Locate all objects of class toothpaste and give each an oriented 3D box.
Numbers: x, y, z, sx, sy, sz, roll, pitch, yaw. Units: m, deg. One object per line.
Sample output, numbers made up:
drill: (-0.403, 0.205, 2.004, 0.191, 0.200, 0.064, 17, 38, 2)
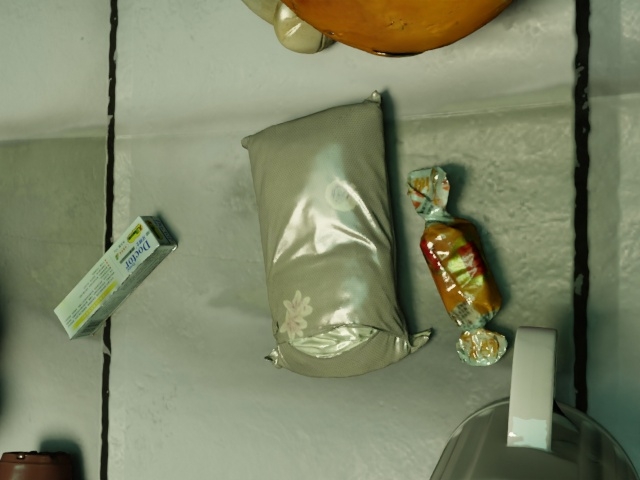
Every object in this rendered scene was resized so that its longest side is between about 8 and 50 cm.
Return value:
toothpaste: (-0.228, 0.044, 0.706, 0.164, 0.034, 0.046, -44, 72, 17)

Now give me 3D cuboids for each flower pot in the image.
flower pot: (-0.320, 0.280, 0.712, 0.111, 0.111, 0.089, -6, 71, 24)

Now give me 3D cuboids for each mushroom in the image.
mushroom: (-0.060, -0.272, 0.618, 0.092, 0.081, 0.223, -40, 76, 39)

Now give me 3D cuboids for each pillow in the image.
pillow: (0.000, 0.000, 0.595, 0.169, 0.059, 0.255, -11, 85, 26)

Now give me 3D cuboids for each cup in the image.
cup: (0.133, 0.189, 0.451, 0.166, 0.202, 0.221, -28, 79, 18)

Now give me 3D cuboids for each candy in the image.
candy: (0.115, 0.019, 0.549, 0.053, 0.046, 0.182, -22, 82, 24)

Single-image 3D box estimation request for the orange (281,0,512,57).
orange: (0.055, -0.263, 0.474, 0.246, 0.246, 0.246, -1, 88, 24)
